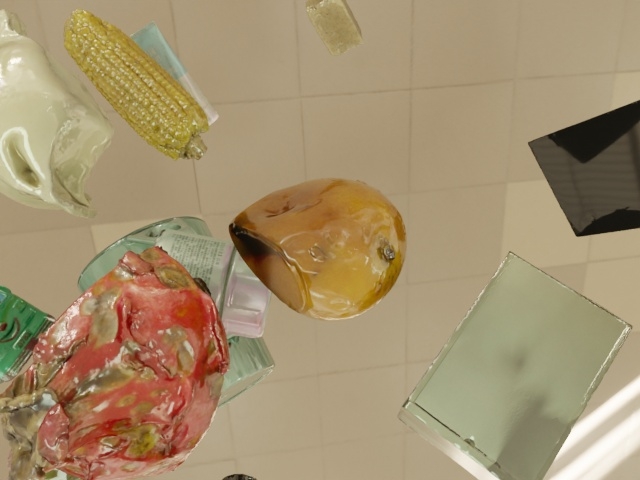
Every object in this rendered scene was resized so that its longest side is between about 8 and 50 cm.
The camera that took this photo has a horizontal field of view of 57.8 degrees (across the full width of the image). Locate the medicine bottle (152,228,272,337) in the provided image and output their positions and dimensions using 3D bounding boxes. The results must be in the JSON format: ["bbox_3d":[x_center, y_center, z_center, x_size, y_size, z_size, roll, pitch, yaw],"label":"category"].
[{"bbox_3d":[-0.152,0.061,0.813,0.168,0.135,0.135,10,112,-5],"label":"medicine bottle"}]

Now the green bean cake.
[{"bbox_3d":[0.042,-0.645,1.711,0.109,0.085,0.179,-20,137,20],"label":"green bean cake"}]

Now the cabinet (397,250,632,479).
[{"bbox_3d":[0.205,0.151,0.645,0.145,0.150,0.206,34,76,17],"label":"cabinet"}]

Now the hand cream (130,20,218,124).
[{"bbox_3d":[-0.406,-0.460,1.636,0.111,0.070,0.312,-11,128,41],"label":"hand cream"}]

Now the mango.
[{"bbox_3d":[0.000,0.000,0.651,0.166,0.236,0.136,-31,117,-23],"label":"mango"}]

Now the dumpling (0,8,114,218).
[{"bbox_3d":[-0.505,-0.202,1.057,0.233,0.315,0.395,-23,82,-12],"label":"dumpling"}]

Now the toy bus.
[{"bbox_3d":[-0.761,0.220,1.273,0.343,0.184,0.199,-26,120,40],"label":"toy bus"}]

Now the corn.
[{"bbox_3d":[-0.262,-0.220,0.839,0.097,0.097,0.262,-41,102,9],"label":"corn"}]

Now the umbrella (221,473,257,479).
[{"bbox_3d":[-0.097,0.382,0.579,0.128,0.337,0.154,8,133,-11],"label":"umbrella"}]

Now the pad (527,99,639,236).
[{"bbox_3d":[0.473,-0.107,0.918,0.005,0.299,0.202,-31,94,-20],"label":"pad"}]

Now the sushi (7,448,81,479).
[{"bbox_3d":[-0.384,0.375,0.938,0.241,0.107,0.162,-1,93,-5],"label":"sushi"}]

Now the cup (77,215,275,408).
[{"bbox_3d":[-0.309,0.163,1.222,0.310,0.401,0.392,-33,76,-3],"label":"cup"}]

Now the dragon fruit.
[{"bbox_3d":[-0.196,0.158,0.544,0.134,0.211,0.262,25,108,24],"label":"dragon fruit"}]
